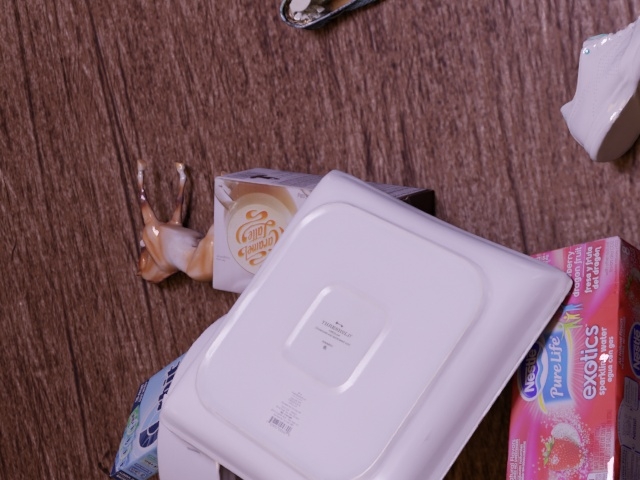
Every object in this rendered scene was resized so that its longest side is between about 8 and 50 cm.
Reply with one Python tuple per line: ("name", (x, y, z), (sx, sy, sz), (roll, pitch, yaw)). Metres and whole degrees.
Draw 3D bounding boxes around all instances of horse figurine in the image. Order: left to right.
("horse figurine", (-0.164, -0.010, 1.763), (0.263, 0.066, 0.174), (12, 104, 39))

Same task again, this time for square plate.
("square plate", (0.026, 0.107, 1.365), (0.347, 0.049, 0.344), (27, 77, 41))

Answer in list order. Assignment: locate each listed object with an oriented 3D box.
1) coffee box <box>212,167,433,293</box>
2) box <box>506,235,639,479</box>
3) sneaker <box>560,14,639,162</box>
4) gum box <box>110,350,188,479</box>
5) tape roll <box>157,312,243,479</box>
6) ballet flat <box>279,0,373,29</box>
("coffee box", (0.000, 0.000, 1.582), (0.247, 0.098, 0.141), (10, 104, 31))
("box", (0.270, 0.141, 1.310), (0.123, 0.128, 0.256), (-14, 59, 41))
("sneaker", (0.302, -0.184, 1.330), (0.094, 0.080, 0.212), (54, 129, 34))
("gum box", (-0.195, 0.225, 1.785), (0.041, 0.157, 0.184), (35, 133, -22))
("tape roll", (-0.057, 0.220, 1.569), (0.100, 0.286, 0.286), (13, 106, 38))
("ballet flat", (0.024, -0.295, 1.549), (0.188, 0.070, 0.070), (-31, 78, 39))
